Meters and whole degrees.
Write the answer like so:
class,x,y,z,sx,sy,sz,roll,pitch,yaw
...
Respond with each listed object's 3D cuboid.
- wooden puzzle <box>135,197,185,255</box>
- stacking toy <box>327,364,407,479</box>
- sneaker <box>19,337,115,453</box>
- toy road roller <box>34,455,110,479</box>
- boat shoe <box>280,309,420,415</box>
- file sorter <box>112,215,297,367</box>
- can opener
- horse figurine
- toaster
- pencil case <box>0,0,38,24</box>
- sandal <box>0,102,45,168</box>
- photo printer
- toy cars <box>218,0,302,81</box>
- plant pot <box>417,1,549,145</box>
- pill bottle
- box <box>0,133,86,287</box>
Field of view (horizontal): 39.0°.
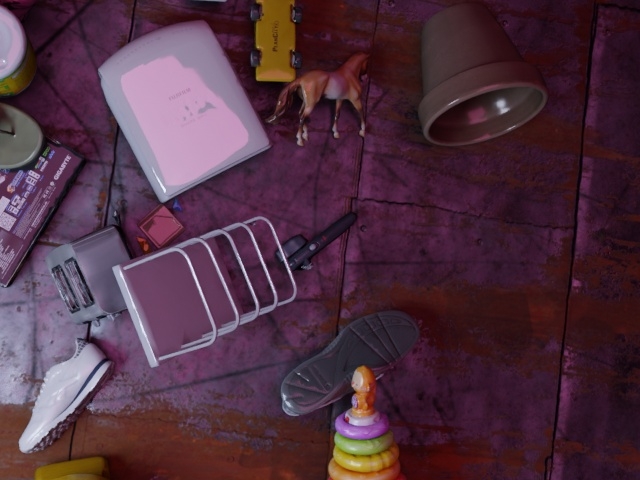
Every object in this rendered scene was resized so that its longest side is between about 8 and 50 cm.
class,x,y,z,sx,sy,sz,roll,pitch,yaw
wooden puzzle,-0.318,-0.026,1.800,0.116,0.014,0.079,-35,99,-10
stacking toy,0.086,0.385,1.750,0.165,0.175,0.302,-7,105,-14
sneaker,-0.498,0.299,1.723,0.094,0.090,0.235,38,77,5
toy road roller,-0.447,0.559,1.684,0.202,0.241,0.330,-6,126,-12
boat shoe,0.059,0.250,1.832,0.320,0.103,0.118,-34,75,-16
file sorter,-0.200,0.082,1.665,0.173,0.277,0.193,-20,92,33
can opener,0.000,0.000,1.840,0.186,0.059,0.073,-34,94,-10
horse figurine,0.010,-0.287,1.816,0.263,0.066,0.175,-12,112,-37
toaster,-0.416,0.062,1.687,0.110,0.168,0.186,-26,94,-37
pencil case,-0.570,-0.447,1.663,0.098,0.209,0.095,-30,98,-27
sandal,-0.647,-0.213,1.619,0.302,0.086,0.120,22,96,-8
photo printer,-0.270,-0.264,1.769,0.256,0.107,0.308,-28,94,-11
toy cars,-0.162,-0.481,1.815,0.176,0.087,0.394,-41,93,-12
plant pot,0.308,-0.350,1.840,0.262,0.263,0.229,-9,72,-12
pill bottle,-0.589,-0.334,1.636,0.136,0.245,0.137,0,88,-11
box,-0.645,-0.107,1.705,0.293,0.073,0.296,30,83,-8
